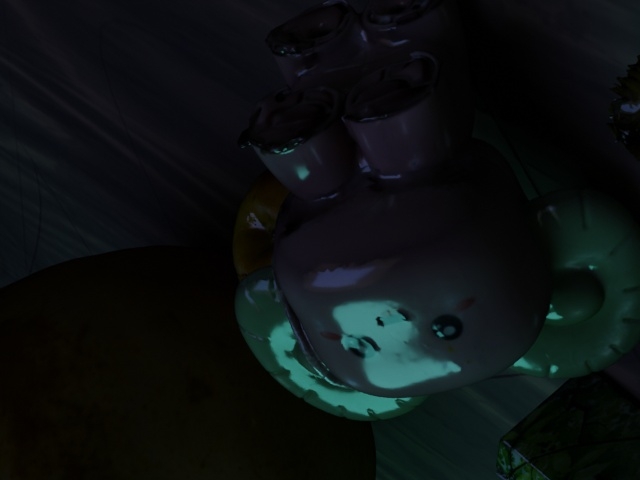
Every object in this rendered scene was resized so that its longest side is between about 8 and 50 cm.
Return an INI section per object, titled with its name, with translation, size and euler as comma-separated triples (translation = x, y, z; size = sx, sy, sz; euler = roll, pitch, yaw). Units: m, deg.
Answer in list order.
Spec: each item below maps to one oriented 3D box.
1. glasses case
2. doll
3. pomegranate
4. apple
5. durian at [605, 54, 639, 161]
[glasses case]
translation = 0.250, 0.207, 1.230
size = 0.272, 0.095, 0.062
euler = 41, 152, 25
[doll]
translation = 0.067, -0.005, 1.192
size = 0.284, 0.216, 0.268
euler = -13, 126, 19
[pomegranate]
translation = -0.158, 0.198, 1.488
size = 0.416, 0.416, 0.417
euler = 36, 146, 30
[apple]
translation = 0.000, 0.000, 1.338
size = 0.146, 0.146, 0.146
euler = 36, 146, 30
[durian]
translation = 0.242, -0.085, 0.900
size = 0.252, 0.139, 0.144
euler = 11, 124, 52
